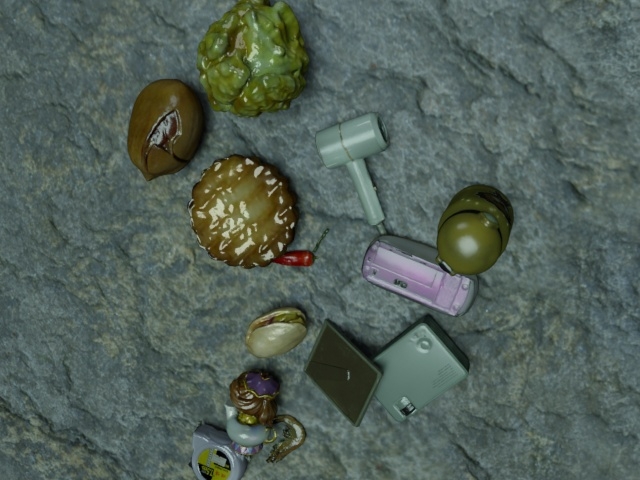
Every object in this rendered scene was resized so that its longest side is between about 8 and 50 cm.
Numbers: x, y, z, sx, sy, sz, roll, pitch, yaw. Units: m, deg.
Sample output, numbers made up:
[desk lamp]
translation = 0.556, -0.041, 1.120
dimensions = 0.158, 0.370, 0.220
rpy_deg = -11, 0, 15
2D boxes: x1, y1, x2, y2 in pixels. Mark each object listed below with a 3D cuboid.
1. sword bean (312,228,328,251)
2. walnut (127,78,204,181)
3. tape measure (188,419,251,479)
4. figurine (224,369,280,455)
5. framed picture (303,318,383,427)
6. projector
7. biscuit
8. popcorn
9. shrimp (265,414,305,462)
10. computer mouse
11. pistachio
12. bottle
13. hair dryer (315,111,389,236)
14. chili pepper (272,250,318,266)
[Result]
[sword bean]
translation = 0.000, 0.000, 1.835
dimensions = 0.012, 0.012, 0.083
rpy_deg = 34, 112, 7
[walnut]
translation = -0.428, -0.298, 1.809
dimensions = 0.203, 0.203, 0.298
rpy_deg = 27, 112, 10
[tape measure]
translation = -0.320, 0.684, 2.066
dimensions = 0.196, 0.105, 0.179
rpy_deg = 20, 102, 11
[figurine]
translation = -0.203, 0.503, 1.957
dimensions = 0.189, 0.142, 0.264
rpy_deg = 16, 110, 17
[framed picture]
translation = 0.057, 0.368, 1.829
dimensions = 0.260, 0.023, 0.189
rpy_deg = 39, 116, 42
[projector]
translation = 0.256, 0.350, 1.794
dimensions = 0.256, 0.099, 0.192
rpy_deg = -42, 87, 22
[biscuit]
translation = -0.211, -0.079, 1.835
dimensions = 0.325, 0.107, 0.326
rpy_deg = 3, 103, 14
[popcorn]
translation = -0.158, -0.452, 1.625
dimensions = 0.279, 0.335, 0.274
rpy_deg = 43, 135, 2
[shrimp]
translation = -0.130, 0.608, 2.018
dimensions = 0.178, 0.034, 0.124
rpy_deg = -40, 86, 21
[computer mouse]
translation = 0.263, 0.093, 1.739
dimensions = 0.310, 0.072, 0.158
rpy_deg = 22, 111, 11
[pistachio]
translation = -0.126, 0.264, 1.892
dimensions = 0.200, 0.117, 0.145
rpy_deg = -30, 131, 15
[bottle]
translation = 0.360, -0.020, 1.529
dimensions = 0.171, 0.351, 0.172
rpy_deg = 4, 105, 16
[hair dryer]
translation = 0.128, -0.146, 1.725
dimensions = 0.173, 0.107, 0.358
rpy_deg = -16, 107, 21
[chili pepper]
translation = -0.091, 0.051, 1.869
dimensions = 0.178, 0.027, 0.045
rpy_deg = 2, 105, 19
